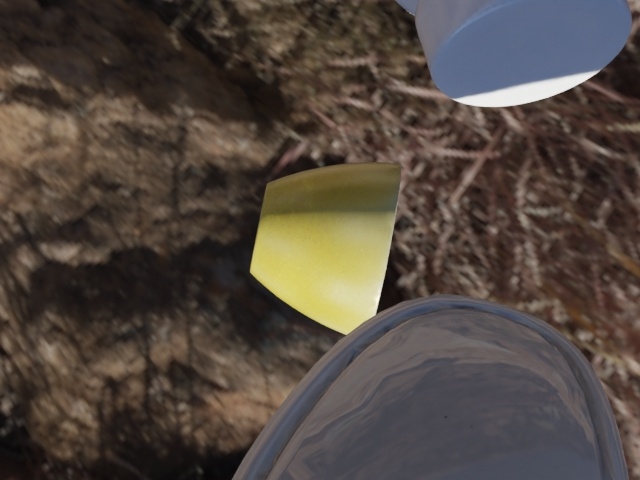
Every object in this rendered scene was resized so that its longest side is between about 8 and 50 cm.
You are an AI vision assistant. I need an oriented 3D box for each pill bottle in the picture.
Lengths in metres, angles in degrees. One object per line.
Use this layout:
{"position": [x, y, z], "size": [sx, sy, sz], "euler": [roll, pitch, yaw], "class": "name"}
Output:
{"position": [0.078, -0.187, 0.842], "size": [0.121, 0.221, 0.121], "euler": [-11, 154, -5], "class": "pill bottle"}

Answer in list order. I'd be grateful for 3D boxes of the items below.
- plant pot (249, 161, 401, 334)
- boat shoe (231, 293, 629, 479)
{"position": [0.000, 0.000, 1.227], "size": [0.095, 0.134, 0.134], "euler": [11, 109, -1], "class": "plant pot"}
{"position": [0.006, 0.154, 0.389], "size": [0.112, 0.335, 0.095], "euler": [16, 134, -2], "class": "boat shoe"}
